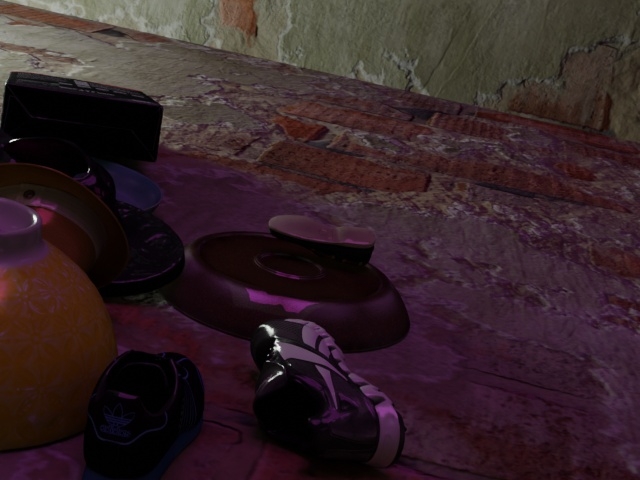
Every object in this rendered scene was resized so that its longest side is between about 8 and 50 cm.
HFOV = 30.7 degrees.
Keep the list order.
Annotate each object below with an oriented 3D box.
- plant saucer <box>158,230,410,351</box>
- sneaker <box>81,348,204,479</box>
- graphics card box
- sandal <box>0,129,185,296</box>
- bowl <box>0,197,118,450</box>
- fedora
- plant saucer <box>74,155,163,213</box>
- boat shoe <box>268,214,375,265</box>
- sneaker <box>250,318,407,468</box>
[{"bbox_3d":[-0.040,0.049,1.392,0.310,0.050,0.310,11,15,-3],"label":"plant saucer"},{"bbox_3d":[-0.140,0.128,0.977,0.081,0.090,0.232,12,17,1],"label":"sneaker"},{"bbox_3d":[-0.383,-0.201,1.839,0.232,0.094,0.371,7,8,-16],"label":"graphics card box"},{"bbox_3d":[-0.353,-0.068,1.351,0.445,0.107,0.167,28,42,20],"label":"sandal"},{"bbox_3d":[-0.311,0.048,1.015,0.289,0.156,0.289,10,17,-3],"label":"bowl"},{"bbox_3d":[-0.296,0.010,1.185,0.194,0.194,0.079,12,44,0],"label":"fedora"},{"bbox_3d":[-0.372,-0.067,1.558,0.317,0.044,0.317,11,16,-3],"label":"plant saucer"},{"bbox_3d":[0.000,0.001,1.425,0.133,0.042,0.049,12,36,0],"label":"boat shoe"},{"bbox_3d":[-0.024,0.132,1.067,0.106,0.078,0.234,4,20,-32],"label":"sneaker"}]
